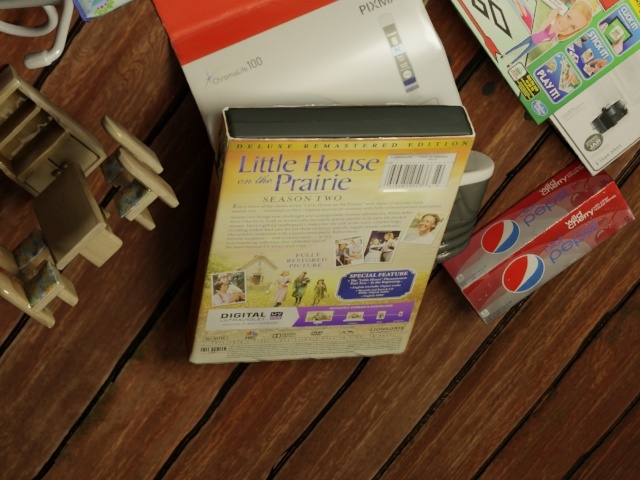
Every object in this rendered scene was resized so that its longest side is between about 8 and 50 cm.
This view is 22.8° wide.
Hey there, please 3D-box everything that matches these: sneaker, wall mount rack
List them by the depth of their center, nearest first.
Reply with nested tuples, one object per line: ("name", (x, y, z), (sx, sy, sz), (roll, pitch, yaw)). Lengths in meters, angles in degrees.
("wall mount rack", (-0.448, -0.270, 1.693), (0.304, 0.130, 0.350), (-2, 152, 24))
("sneaker", (0.093, -0.027, 2.125), (0.296, 0.104, 0.146), (-9, 121, -22))

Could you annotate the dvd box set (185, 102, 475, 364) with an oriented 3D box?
("dvd box set", (0.000, 0.000, 2.019), (0.308, 0.062, 0.420), (-3, 138, -14))

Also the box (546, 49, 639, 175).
("box", (0.342, -0.241, 2.096), (0.169, 0.087, 0.290), (-40, 129, 7))

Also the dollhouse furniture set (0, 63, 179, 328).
("dollhouse furniture set", (-0.318, -0.069, 1.836), (0.212, 0.242, 0.161), (-43, 128, 9))

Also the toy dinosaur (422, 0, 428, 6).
("toy dinosaur", (0.176, -0.375, 1.955), (0.118, 0.064, 0.268), (0, 127, -16))

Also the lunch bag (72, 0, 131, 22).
("lunch bag", (-0.243, -0.337, 1.780), (0.129, 0.096, 0.151), (-27, 100, -4))

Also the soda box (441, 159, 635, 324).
("soda box", (0.305, -0.003, 2.247), (0.263, 0.083, 0.092), (-36, 130, 3))

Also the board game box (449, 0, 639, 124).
("board game box", (0.267, -0.320, 1.931), (0.213, 0.046, 0.317), (-37, 122, 6))

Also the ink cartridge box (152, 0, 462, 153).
("ink cartridge box", (-0.015, -0.232, 1.930), (0.308, 0.091, 0.385), (-22, 131, 1))
